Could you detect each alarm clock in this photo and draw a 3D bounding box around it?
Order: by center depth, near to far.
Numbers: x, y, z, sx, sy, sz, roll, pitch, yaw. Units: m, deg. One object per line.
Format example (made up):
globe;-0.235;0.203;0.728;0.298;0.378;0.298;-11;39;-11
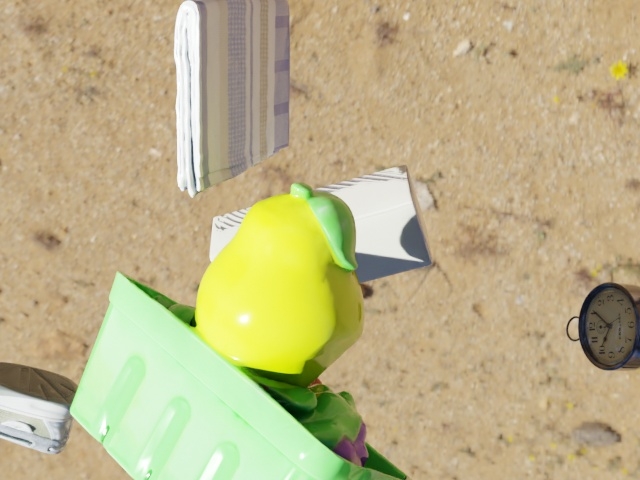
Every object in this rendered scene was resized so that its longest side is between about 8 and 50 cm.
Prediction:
alarm clock;0.434;0.129;1.465;0.064;0.129;0.192;6;172;-28

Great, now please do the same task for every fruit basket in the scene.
fruit basket;-0.054;0.129;1.064;0.392;0.392;0.283;-11;154;25

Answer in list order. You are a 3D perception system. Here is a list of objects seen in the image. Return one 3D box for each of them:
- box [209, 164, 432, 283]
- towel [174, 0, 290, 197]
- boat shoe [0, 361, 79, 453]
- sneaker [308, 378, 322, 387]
box;0.000;0.000;1.295;0.275;0.094;0.113;-14;127;8
towel;-0.097;-0.181;1.155;0.034;0.285;0.209;7;107;18
boat shoe;-0.490;0.211;1.331;0.320;0.118;0.103;15;106;-17
sneaker;-0.063;0.294;1.809;0.064;0.175;0.067;46;119;32
